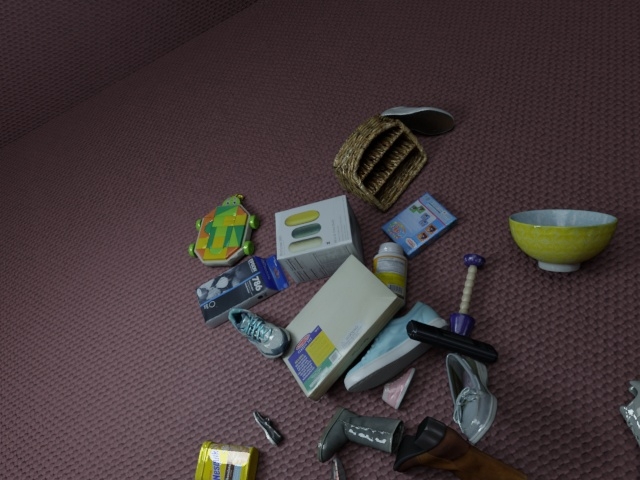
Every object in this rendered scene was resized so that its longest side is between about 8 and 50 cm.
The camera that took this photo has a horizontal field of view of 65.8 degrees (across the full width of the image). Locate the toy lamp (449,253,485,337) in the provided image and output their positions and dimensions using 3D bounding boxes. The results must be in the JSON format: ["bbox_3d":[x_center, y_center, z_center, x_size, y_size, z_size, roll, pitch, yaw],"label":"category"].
[{"bbox_3d":[0.457,0.175,1.545,0.080,0.080,0.274,7,64,24],"label":"toy lamp"}]

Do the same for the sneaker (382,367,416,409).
[{"bbox_3d":[0.232,0.433,1.490,0.070,0.051,0.134,25,75,25],"label":"sneaker"}]

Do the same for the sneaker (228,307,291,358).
[{"bbox_3d":[-0.216,0.304,1.651,0.283,0.122,0.110,16,72,47],"label":"sneaker"}]

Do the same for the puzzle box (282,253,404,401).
[{"bbox_3d":[0.045,0.266,1.571,0.409,0.052,0.272,-49,40,3],"label":"puzzle box"}]

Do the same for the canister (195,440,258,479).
[{"bbox_3d":[-0.284,0.689,1.517,0.170,0.073,0.126,-3,60,17],"label":"canister"}]

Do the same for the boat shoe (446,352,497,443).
[{"bbox_3d":[0.388,0.407,1.311,0.103,0.320,0.118,29,113,2],"label":"boat shoe"}]

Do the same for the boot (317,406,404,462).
[{"bbox_3d":[0.114,0.571,1.410,0.209,0.076,0.189,9,51,32],"label":"boot"}]

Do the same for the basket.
[{"bbox_3d":[0.223,-0.303,1.836,0.223,0.213,0.299,34,77,34],"label":"basket"}]

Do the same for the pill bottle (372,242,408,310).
[{"bbox_3d":[0.228,0.119,1.640,0.117,0.117,0.214,-2,60,19],"label":"pill bottle"}]

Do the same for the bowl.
[{"bbox_3d":[0.718,0.005,1.483,0.290,0.289,0.156,1,103,21],"label":"bowl"}]

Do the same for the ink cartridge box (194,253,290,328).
[{"bbox_3d":[-0.293,0.174,1.836,0.333,0.065,0.165,-29,54,1],"label":"ink cartridge box"}]

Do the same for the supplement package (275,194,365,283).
[{"bbox_3d":[0.000,0.000,1.746,0.263,0.198,0.199,-14,57,13],"label":"supplement package"}]

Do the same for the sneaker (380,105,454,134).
[{"bbox_3d":[0.381,-0.492,1.960,0.290,0.105,0.123,6,34,10],"label":"sneaker"}]

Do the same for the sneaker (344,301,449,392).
[{"bbox_3d":[0.209,0.322,1.526,0.366,0.135,0.150,-30,53,-13],"label":"sneaker"}]

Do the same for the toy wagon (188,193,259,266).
[{"bbox_3d":[-0.383,-0.054,2.001,0.267,0.068,0.344,-3,60,19],"label":"toy wagon"}]

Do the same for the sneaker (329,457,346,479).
[{"bbox_3d":[0.035,0.701,1.401,0.065,0.061,0.157,-17,55,19],"label":"sneaker"}]

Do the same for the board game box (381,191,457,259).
[{"bbox_3d":[0.347,-0.054,1.747,0.211,0.039,0.160,-36,55,-4],"label":"board game box"}]

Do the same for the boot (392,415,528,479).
[{"bbox_3d":[0.352,0.599,1.301,0.281,0.264,0.096,30,35,6],"label":"boot"}]

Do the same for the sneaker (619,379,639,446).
[{"bbox_3d":[0.811,0.474,1.236,0.121,0.099,0.262,8,56,33],"label":"sneaker"}]

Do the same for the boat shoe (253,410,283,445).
[{"bbox_3d":[-0.165,0.581,1.552,0.038,0.046,0.125,-41,58,-6],"label":"boat shoe"}]

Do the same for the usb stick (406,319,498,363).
[{"bbox_3d":[0.379,0.292,1.431,0.278,0.077,0.045,18,108,-9],"label":"usb stick"}]
